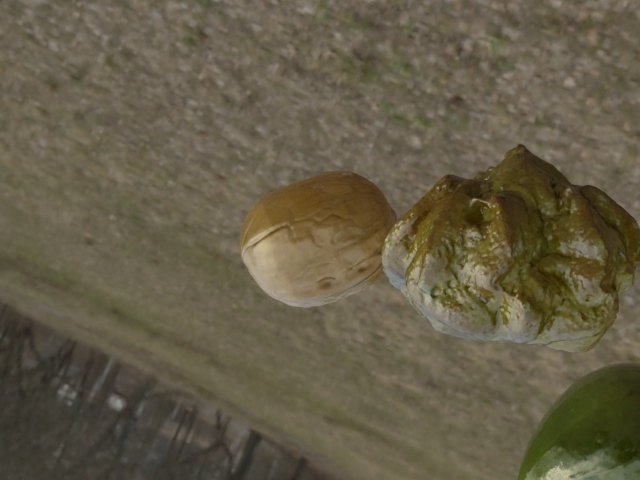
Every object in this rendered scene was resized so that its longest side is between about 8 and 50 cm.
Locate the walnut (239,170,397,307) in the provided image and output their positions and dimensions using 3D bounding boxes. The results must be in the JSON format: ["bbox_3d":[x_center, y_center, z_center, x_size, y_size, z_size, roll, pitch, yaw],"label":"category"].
[{"bbox_3d":[0.000,0.000,1.298,0.197,0.165,0.165,-21,166,-7],"label":"walnut"}]

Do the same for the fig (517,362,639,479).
[{"bbox_3d":[0.444,0.354,1.615,0.316,0.316,0.316,21,165,6],"label":"fig"}]

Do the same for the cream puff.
[{"bbox_3d":[0.187,0.019,1.024,0.244,0.196,0.244,34,180,0],"label":"cream puff"}]
